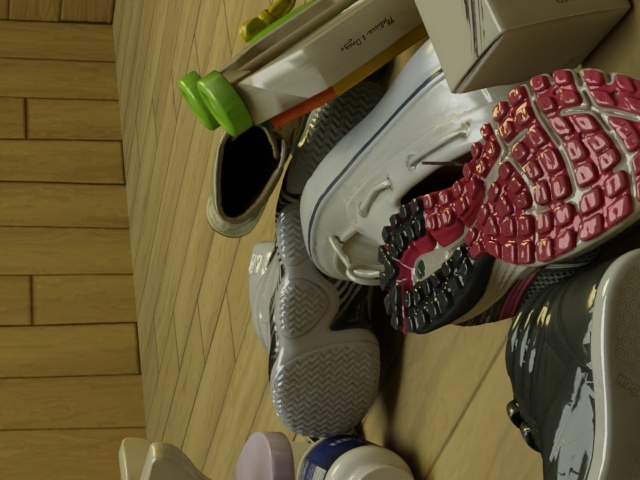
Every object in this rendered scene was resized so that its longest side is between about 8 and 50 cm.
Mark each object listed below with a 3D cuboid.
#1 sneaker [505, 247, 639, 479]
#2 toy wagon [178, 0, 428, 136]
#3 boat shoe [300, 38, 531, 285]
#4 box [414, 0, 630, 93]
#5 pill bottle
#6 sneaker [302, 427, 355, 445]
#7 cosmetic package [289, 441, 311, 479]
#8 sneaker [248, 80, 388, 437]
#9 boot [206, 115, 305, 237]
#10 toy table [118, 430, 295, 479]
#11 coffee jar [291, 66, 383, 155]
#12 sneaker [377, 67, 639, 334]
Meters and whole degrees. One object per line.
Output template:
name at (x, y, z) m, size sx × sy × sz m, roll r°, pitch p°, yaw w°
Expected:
sneaker at (0.173, 0.153, 0.890) m, size 0.147 × 0.104 × 0.296 m, roll 173°, pitch 103°, yaw -77°
toy wagon at (0.001, -0.187, 1.276) m, size 0.068 × 0.267 × 0.344 m, roll 57°, pitch 172°, yaw -13°
boat shoe at (0.090, -0.018, 1.181) m, size 0.367 × 0.136 × 0.156 m, roll 130°, pitch 136°, yaw -54°
box at (0.104, -0.249, 1.004) m, size 0.275 × 0.113 × 0.094 m, roll 68°, pitch 156°, yaw 16°
pill bottle at (0.040, 0.244, 1.399) m, size 0.169 × 0.094 × 0.094 m, roll 176°, pitch 94°, yaw -75°
sneaker at (0.004, 0.162, 1.598) m, size 0.170 × 0.063 × 0.075 m, roll -101°, pitch 11°, yaw -52°
cosmetic package at (-0.035, 0.472, 1.688) m, size 0.284 × 0.097 × 0.377 m, roll -124°, pitch 37°, yaw -61°
sneaker at (0.000, 0.000, 1.472) m, size 0.210 × 0.137 × 0.366 m, roll -123°, pitch 38°, yaw -68°
boot at (-0.059, -0.110, 1.399) m, size 0.165 × 0.077 × 0.213 m, roll 134°, pitch 154°, yaw -84°
toy table at (-0.137, 0.327, 1.591) m, size 0.252 × 0.161 × 0.274 m, roll -116°, pitch 35°, yaw -59°
coffee jar at (0.014, -0.167, 1.537) m, size 0.184 × 0.079 × 0.096 m, roll 112°, pitch 156°, yaw -57°
sneaker at (0.152, -0.025, 0.973) m, size 0.299 × 0.112 × 0.121 m, roll -37°, pitch 58°, yaw 56°
